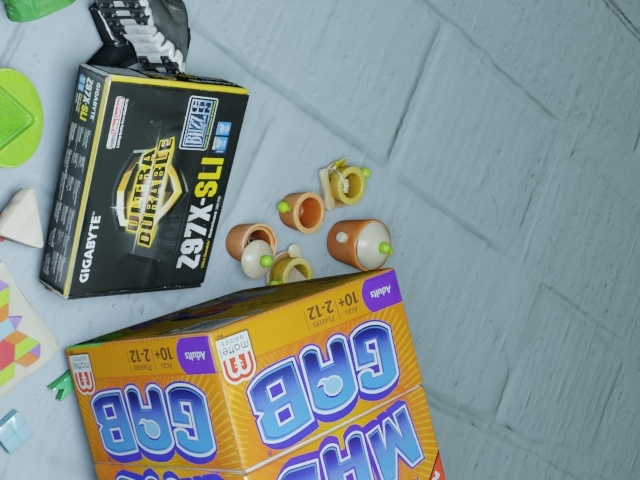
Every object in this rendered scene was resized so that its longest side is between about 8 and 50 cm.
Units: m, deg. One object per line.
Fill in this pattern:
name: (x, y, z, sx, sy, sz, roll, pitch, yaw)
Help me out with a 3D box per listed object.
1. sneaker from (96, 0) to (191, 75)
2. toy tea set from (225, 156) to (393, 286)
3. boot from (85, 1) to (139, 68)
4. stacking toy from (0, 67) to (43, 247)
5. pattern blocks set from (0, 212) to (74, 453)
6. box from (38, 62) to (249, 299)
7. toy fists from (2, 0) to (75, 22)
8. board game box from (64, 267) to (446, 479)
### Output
sneaker: (-0.244, -0.328, 1.442, 0.234, 0.078, 0.106, 60, 40, -56)
toy tea set: (0.000, 0.000, 1.743, 0.336, 0.124, 0.200, -31, 117, -35)
boot: (-0.308, -0.291, 1.465, 0.121, 0.045, 0.099, -37, 123, -41)
stacking toy: (-0.495, -0.096, 1.303, 0.279, 0.130, 0.309, -14, 106, -64)
pattern blocks set: (-0.455, 0.128, 1.413, 0.285, 0.026, 0.325, -53, 128, -23)
box: (-0.250, -0.082, 1.467, 0.257, 0.079, 0.322, -3, 114, -50)
toy fists: (-0.343, -0.412, 1.382, 0.279, 0.096, 0.142, -37, 133, -34)
board game box: (-0.091, 0.267, 1.485, 0.356, 0.356, 0.356, -17, 95, -43)
